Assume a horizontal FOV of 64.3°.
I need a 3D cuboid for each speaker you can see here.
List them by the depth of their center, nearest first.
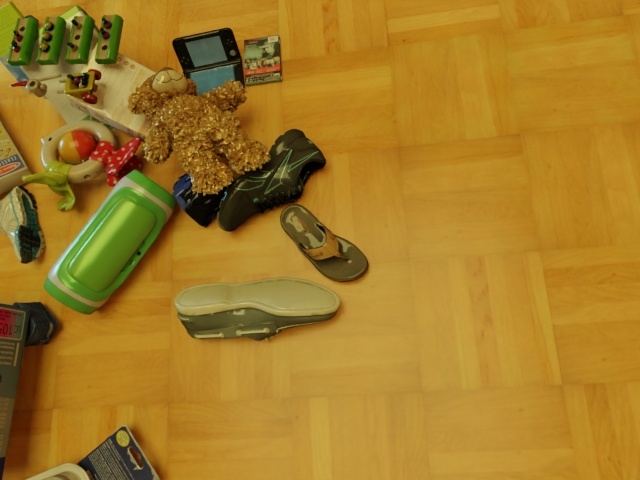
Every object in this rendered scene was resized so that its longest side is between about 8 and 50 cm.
[{"bbox_3d":[-0.430,0.002,1.056,0.131,0.131,0.296,33,82,15],"label":"speaker"}]

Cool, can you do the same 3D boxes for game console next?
[{"bbox_3d":[-0.256,-0.399,1.161,0.144,0.124,0.085,-10,47,6],"label":"game console"}]

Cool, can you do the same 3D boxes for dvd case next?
[{"bbox_3d":[-0.134,-0.419,1.183,0.087,0.013,0.119,-6,75,7],"label":"dvd case"}]

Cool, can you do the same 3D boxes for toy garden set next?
[{"bbox_3d":[-0.553,-0.387,1.067,0.244,0.049,0.203,1,75,8],"label":"toy garden set"}]

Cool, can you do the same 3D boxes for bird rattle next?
[{"bbox_3d":[-0.522,-0.188,1.120,0.254,0.143,0.206,-27,65,-1],"label":"bird rattle"}]

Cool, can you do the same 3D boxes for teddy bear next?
[{"bbox_3d":[-0.249,-0.233,1.016,0.245,0.113,0.338,-22,66,-3],"label":"teddy bear"}]

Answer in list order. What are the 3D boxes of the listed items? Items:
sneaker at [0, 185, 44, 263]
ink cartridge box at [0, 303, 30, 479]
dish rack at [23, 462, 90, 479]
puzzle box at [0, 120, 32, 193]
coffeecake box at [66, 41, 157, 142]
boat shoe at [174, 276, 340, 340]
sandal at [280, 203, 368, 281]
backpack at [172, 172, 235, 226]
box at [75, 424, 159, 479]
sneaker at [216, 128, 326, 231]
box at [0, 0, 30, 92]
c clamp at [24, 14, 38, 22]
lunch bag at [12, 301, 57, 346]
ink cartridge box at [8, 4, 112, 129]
[{"bbox_3d":[-0.679,-0.025,1.138,0.083,0.071,0.190,-26,64,8],"label":"sneaker"},{"bbox_3d":[-0.725,0.316,0.946,0.270,0.151,0.395,-6,74,19],"label":"ink cartridge box"},{"bbox_3d":[-0.516,0.605,0.910,0.286,0.072,0.332,-25,75,11],"label":"dish rack"},{"bbox_3d":[-0.905,-0.159,1.138,0.409,0.052,0.272,-31,73,-22],"label":"puzzle box"},{"bbox_3d":[-0.436,-0.324,1.135,0.186,0.068,0.142,27,79,-14],"label":"coffeecake box"},{"bbox_3d":[-0.121,0.143,1.004,0.320,0.116,0.099,-1,118,1],"label":"boat shoe"},{"bbox_3d":[0.000,0.000,1.025,0.090,0.060,0.219,-43,73,-4],"label":"sandal"},{"bbox_3d":[-0.241,-0.109,1.072,0.120,0.098,0.101,-38,69,-2],"label":"backpack"},{"bbox_3d":[-0.419,0.475,0.972,0.225,0.036,0.136,-40,73,-1],"label":"box"},{"bbox_3d":[-0.102,-0.112,1.051,0.106,0.101,0.267,41,85,14],"label":"sneaker"},{"bbox_3d":[-0.722,-0.462,1.222,0.109,0.178,0.042,-30,35,0],"label":"box"},{"bbox_3d":[-0.775,-0.524,1.278,0.137,0.022,0.161,-43,45,-19],"label":"c clamp"},{"bbox_3d":[-0.599,0.176,1.065,0.098,0.065,0.067,42,103,20],"label":"lunch bag"},{"bbox_3d":[-0.558,-0.382,1.204,0.189,0.097,0.255,-35,107,-2],"label":"ink cartridge box"}]
